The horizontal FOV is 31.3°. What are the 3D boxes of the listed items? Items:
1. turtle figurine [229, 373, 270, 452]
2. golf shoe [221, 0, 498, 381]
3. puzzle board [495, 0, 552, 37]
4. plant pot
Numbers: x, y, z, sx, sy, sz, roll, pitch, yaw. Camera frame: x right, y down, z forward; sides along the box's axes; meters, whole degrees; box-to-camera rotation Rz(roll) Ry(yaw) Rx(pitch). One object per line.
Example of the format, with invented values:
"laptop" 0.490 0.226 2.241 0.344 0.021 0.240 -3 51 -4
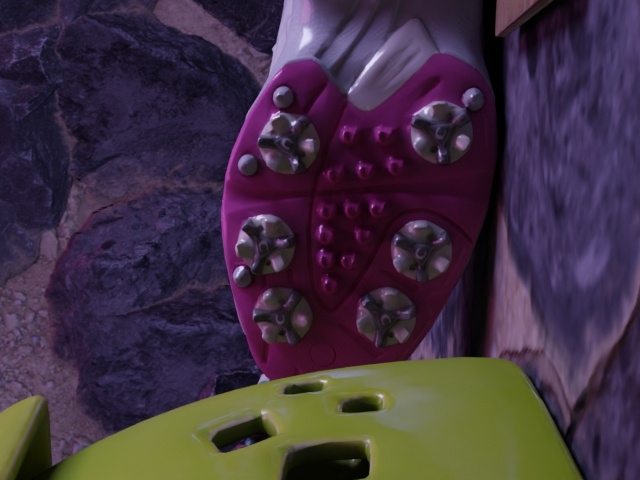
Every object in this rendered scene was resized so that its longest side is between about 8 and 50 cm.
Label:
"turtle figurine" -0.030 0.210 1.007 0.175 0.118 0.234 61 158 0
"golf shoe" 0.029 -0.081 0.523 0.140 0.115 0.306 -30 -50 -81
"puzzle board" 0.076 -0.141 0.393 0.096 0.011 0.128 -134 47 -88
"plant pot" -0.031 0.173 0.336 0.228 0.207 0.227 -92 5 -72
